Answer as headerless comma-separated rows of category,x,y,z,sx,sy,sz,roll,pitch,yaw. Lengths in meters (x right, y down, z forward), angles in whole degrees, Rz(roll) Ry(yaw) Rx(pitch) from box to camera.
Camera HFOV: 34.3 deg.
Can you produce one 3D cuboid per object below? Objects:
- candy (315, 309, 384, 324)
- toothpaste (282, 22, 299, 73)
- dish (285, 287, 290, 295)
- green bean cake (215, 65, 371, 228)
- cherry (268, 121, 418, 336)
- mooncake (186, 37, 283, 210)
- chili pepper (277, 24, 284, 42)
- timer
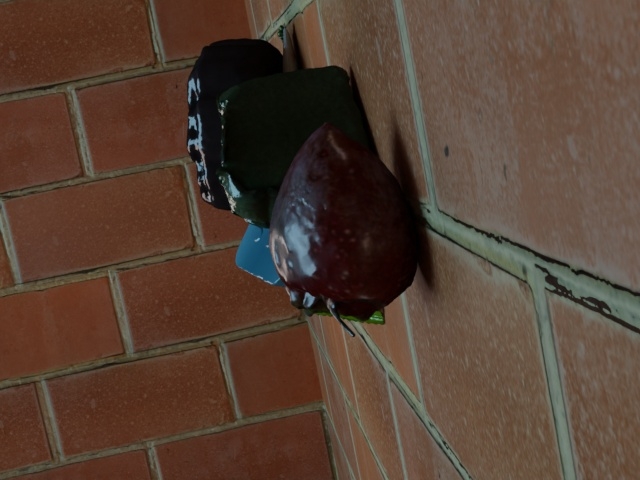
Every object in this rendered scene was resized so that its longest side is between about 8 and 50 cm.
candy,0.032,0.037,1.686,0.149,0.069,0.246,16,133,36
toothpaste,-0.054,-0.294,2.196,0.100,0.066,0.323,66,-164,-82
dish,0.000,0.000,1.920,0.229,0.081,0.229,-28,57,58
green bean cake,-0.041,-0.130,1.495,0.125,0.222,0.227,85,175,-52
cherry,0.026,-0.021,1.269,0.192,0.175,0.249,-167,66,-74
mooncake,-0.165,-0.256,2.244,0.381,0.212,0.350,-68,-25,-68
chili pepper,-0.082,-0.460,2.355,0.027,0.022,0.083,38,-156,-41
timer,-0.050,-0.049,1.849,0.232,0.091,0.250,20,96,64
